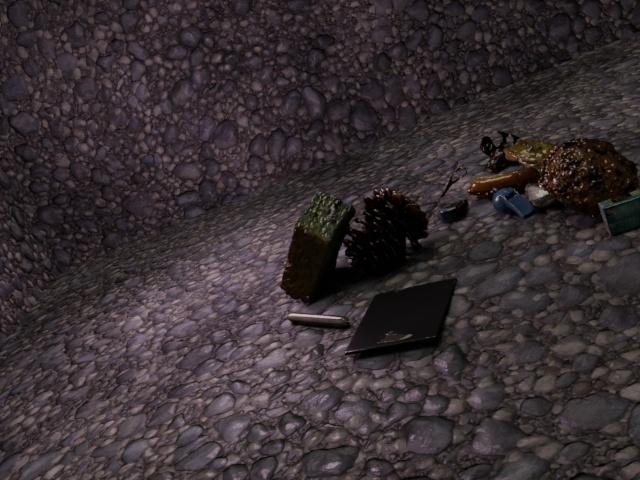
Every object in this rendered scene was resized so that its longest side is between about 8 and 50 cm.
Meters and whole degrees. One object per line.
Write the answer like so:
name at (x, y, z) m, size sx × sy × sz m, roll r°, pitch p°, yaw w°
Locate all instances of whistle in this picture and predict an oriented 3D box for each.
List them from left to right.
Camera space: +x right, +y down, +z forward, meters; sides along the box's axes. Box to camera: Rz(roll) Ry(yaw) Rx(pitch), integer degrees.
whistle at (0.593, -0.113, 2.078) m, size 0.090 × 0.090 × 0.158 m, roll -30°, pitch 58°, yaw -18°

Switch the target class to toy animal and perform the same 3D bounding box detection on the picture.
toy animal at (0.698, -0.321, 2.529) m, size 0.219 × 0.116 × 0.179 m, roll 26°, pitch 76°, yaw 31°

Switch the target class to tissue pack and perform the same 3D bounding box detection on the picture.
tissue pack at (0.782, -0.076, 1.710) m, size 0.111 × 0.085 × 0.079 m, roll -20°, pitch 17°, yaw 14°

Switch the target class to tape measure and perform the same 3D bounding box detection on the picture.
tape measure at (0.434, -0.152, 2.225) m, size 0.104 × 0.179 × 0.107 m, roll 4°, pitch 28°, yaw 24°

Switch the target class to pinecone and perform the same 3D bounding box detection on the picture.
pinecone at (0.188, -0.025, 2.061) m, size 0.292 × 0.246 × 0.246 m, roll -42°, pitch 24°, yaw -19°

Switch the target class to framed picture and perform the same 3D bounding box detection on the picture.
framed picture at (0.215, 0.192, 1.738) m, size 0.244 × 0.013 × 0.324 m, roll -15°, pitch 17°, yaw 25°

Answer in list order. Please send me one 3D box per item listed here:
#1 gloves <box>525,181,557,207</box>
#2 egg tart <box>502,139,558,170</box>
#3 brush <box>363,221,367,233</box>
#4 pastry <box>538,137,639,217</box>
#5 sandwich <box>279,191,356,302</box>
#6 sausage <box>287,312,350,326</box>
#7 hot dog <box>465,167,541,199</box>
gloves at (0.688, -0.143, 2.028) m, size 0.115 × 0.070 × 0.153 m, roll -17°, pitch 13°, yaw 9°
egg tart at (0.707, -0.258, 2.090) m, size 0.279 × 0.094 × 0.279 m, roll 18°, pitch 16°, yaw -5°
brush at (0.178, -0.021, 2.405) m, size 0.090 × 0.017 × 0.314 m, roll -18°, pitch 18°, yaw 8°
pastry at (0.744, -0.165, 1.865) m, size 0.275 × 0.192 × 0.274 m, roll 7°, pitch 48°, yaw -8°
sandwich at (-0.001, 0.000, 2.098) m, size 0.131 × 0.325 × 0.262 m, roll 24°, pitch 32°, yaw 11°
sausage at (-0.010, 0.226, 1.908) m, size 0.269 × 0.032 × 0.033 m, roll -3°, pitch 27°, yaw 48°
hot dog at (0.612, -0.183, 2.234) m, size 0.249 × 0.076 × 0.102 m, roll -9°, pitch -16°, yaw 25°
